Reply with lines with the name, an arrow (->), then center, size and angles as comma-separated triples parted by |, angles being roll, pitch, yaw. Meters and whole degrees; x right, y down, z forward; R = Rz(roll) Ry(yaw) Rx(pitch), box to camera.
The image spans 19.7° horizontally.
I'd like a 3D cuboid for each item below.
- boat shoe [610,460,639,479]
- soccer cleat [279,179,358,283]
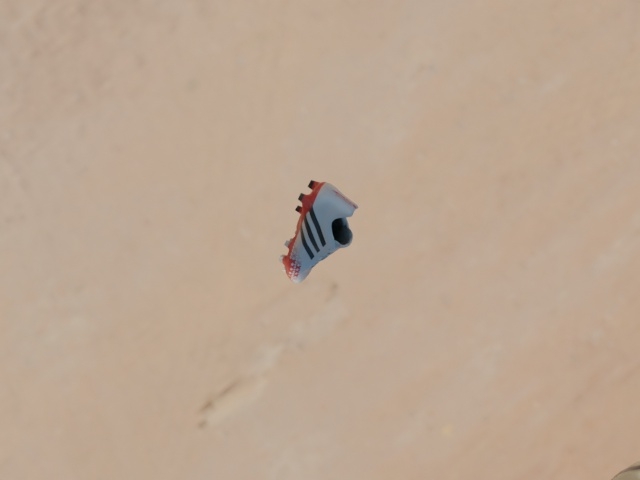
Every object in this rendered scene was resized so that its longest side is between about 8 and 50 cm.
boat shoe -> 0.350, 0.300, 1.258 | 0.500, 0.187, 0.156 | 49, 65, -26
soccer cleat -> 0.000, 0.000, 1.060 | 0.029, 0.035, 0.083 | -52, 165, -41
